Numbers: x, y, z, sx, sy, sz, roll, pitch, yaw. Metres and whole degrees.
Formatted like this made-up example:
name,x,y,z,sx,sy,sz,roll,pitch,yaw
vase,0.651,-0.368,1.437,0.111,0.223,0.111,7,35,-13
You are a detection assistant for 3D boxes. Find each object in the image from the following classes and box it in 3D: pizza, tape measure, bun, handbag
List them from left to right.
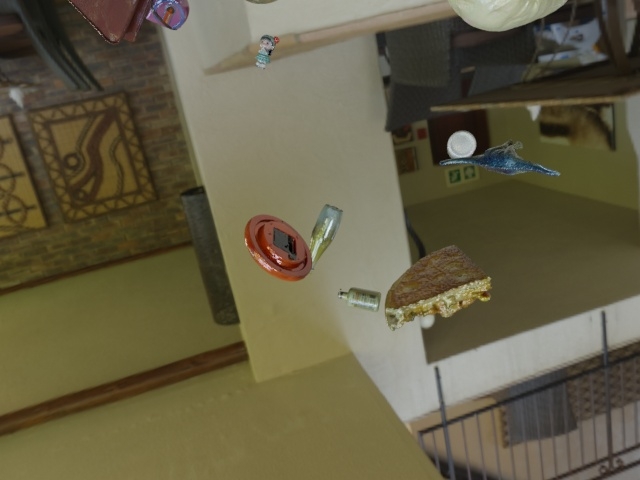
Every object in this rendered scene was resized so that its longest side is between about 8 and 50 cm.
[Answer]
name,x,y,z,sx,sy,sz,roll,pitch,yaw
handbag,-0.577,-0.703,1.558,0.260,0.275,0.084,-49,175,40
tape measure,-0.471,-0.720,1.801,0.118,0.125,0.074,-44,-148,44
pizza,0.263,0.111,1.449,0.258,0.087,0.268,-17,-159,0
bun,0.450,-0.657,1.330,0.362,0.360,0.213,-10,-149,6

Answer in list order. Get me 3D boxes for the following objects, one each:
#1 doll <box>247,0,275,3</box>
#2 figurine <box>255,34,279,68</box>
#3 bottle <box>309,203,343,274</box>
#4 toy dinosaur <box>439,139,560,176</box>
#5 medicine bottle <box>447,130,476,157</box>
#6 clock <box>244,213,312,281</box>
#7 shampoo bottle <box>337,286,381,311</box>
name,x,y,z,sx,sy,sz,roll,pitch,yaw
doll,-0.215,-0.751,1.589,0.330,0.174,0.235,-4,163,-43
figurine,-0.169,-0.590,1.818,0.060,0.105,0.047,20,-176,20
bottle,0.000,0.000,2.129,0.083,0.269,0.083,23,-168,-5
toy dinosaur,0.504,-0.214,1.583,0.147,0.076,0.363,-29,-151,-32
medicine bottle,0.487,-0.323,2.015,0.095,0.095,0.260,-7,-176,14
clock,-0.104,0.016,1.486,0.051,0.205,0.205,-45,180,29
shampoo bottle,0.145,0.220,2.197,0.162,0.079,0.079,10,-159,7
